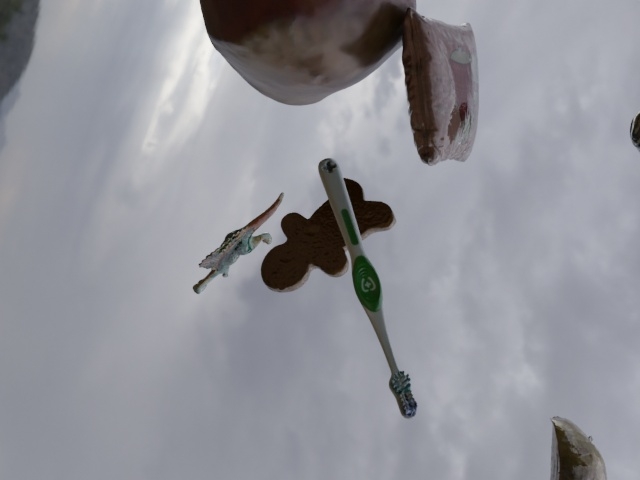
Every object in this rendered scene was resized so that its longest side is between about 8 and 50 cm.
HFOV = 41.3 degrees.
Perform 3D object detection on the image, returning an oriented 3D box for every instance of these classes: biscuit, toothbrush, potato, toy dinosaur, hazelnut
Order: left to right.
[{"bbox_3d":[-0.114,0.007,1.104,0.044,0.106,0.187,55,-33,6],"label":"toy dinosaur"},{"bbox_3d":[-0.026,-0.382,1.265,0.366,0.365,0.366,-46,-146,44],"label":"hazelnut"},{"bbox_3d":[0.000,0.000,1.209,0.205,0.031,0.138,-41,-125,-14],"label":"biscuit"},{"bbox_3d":[0.047,0.041,0.893,0.030,0.030,0.304,-46,-127,45],"label":"toothbrush"},{"bbox_3d":[0.488,0.467,1.596,0.100,0.120,0.261,62,33,-77],"label":"potato"}]

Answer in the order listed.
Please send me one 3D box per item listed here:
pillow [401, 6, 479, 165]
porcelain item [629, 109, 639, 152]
[{"bbox_3d":[0.183,-0.224,1.266,0.084,0.236,0.223,1,-84,26],"label":"pillow"},{"bbox_3d":[0.677,-0.173,1.471,0.288,0.138,0.186,-1,-65,50],"label":"porcelain item"}]
